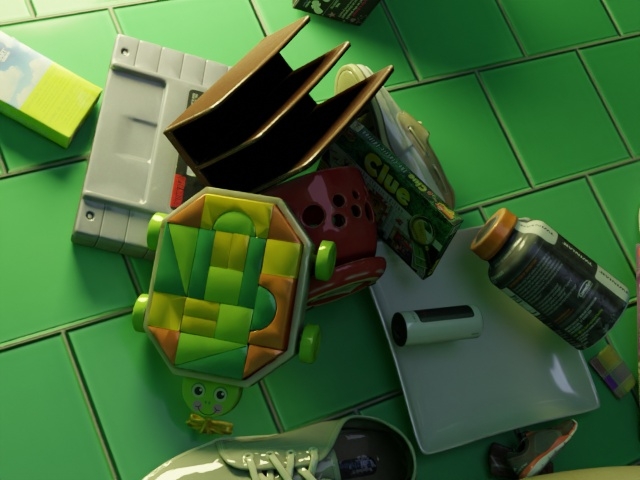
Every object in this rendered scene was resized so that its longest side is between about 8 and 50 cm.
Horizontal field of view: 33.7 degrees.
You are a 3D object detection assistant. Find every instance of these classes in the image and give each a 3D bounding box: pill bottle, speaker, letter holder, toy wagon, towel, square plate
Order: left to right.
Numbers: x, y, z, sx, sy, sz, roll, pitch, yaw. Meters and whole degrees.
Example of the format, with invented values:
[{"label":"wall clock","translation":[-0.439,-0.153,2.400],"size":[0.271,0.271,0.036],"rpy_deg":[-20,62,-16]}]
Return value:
[{"label":"toy wagon","translation":[-0.130,0.104,1.479],"size":[0.267,0.068,0.344],"rpy_deg":[9,86,11]},{"label":"letter holder","translation":[-0.049,-0.214,1.592],"size":[0.152,0.214,0.302],"rpy_deg":[54,45,-17]},{"label":"speaker","translation":[0.178,0.131,1.626],"size":[0.136,0.055,0.055],"rpy_deg":[-4,69,-23]},{"label":"square plate","translation":[0.250,0.146,1.708],"size":[0.347,0.049,0.344],"rpy_deg":[-9,72,-25]},{"label":"pill bottle","translation":[0.360,0.054,1.689],"size":[0.246,0.130,0.130],"rpy_deg":[38,59,-4]},{"label":"towel","translation":[0.498,0.223,1.798],"size":[0.060,0.009,0.083],"rpy_deg":[-35,85,-31]}]

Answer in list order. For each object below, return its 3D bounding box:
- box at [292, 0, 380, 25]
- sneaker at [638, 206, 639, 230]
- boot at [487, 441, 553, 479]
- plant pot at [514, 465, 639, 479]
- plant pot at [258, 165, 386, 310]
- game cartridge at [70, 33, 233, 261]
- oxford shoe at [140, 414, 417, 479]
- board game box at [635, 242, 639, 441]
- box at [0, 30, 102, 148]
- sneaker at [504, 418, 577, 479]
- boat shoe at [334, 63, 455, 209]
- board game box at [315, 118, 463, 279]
[{"label":"box","translation":[0.043,-0.531,1.855],"size":[0.142,0.163,0.247],"rpy_deg":[11,64,-22]},{"label":"sneaker","translation":[0.674,-0.097,1.924],"size":[0.102,0.161,0.282],"rpy_deg":[26,62,-11]},{"label":"boot","translation":[0.306,0.373,1.637],"size":[0.114,0.037,0.106],"rpy_deg":[21,48,-16]},{"label":"plant pot","translation":[0.356,0.433,1.503],"size":[0.274,0.256,0.256],"rpy_deg":[9,64,-8]},{"label":"plant pot","translation":[0.000,0.000,1.589],"size":[0.191,0.191,0.174],"rpy_deg":[-15,77,-27]},{"label":"game cartridge","translation":[-0.236,-0.137,1.631],"size":[0.230,0.068,0.355],"rpy_deg":[12,64,-13]},{"label":"oxford shoe","translation":[-0.058,0.335,1.455],"size":[0.449,0.130,0.169],"rpy_deg":[-9,74,-23]},{"label":"board game box","translation":[0.645,0.183,1.827],"size":[0.208,0.056,0.346],"rpy_deg":[7,74,-14]},{"label":"box","translation":[-0.434,-0.228,1.596],"size":[0.178,0.042,0.109],"rpy_deg":[30,59,-8]},{"label":"sneaker","translation":[0.342,0.311,1.645],"size":[0.065,0.061,0.158],"rpy_deg":[42,44,20]},{"label":"boat shoe","translation":[0.122,-0.159,1.762],"size":[0.103,0.113,0.302],"rpy_deg":[-22,86,-31]},{"label":"board game box","translation":[0.102,-0.071,1.654],"size":[0.030,0.136,0.259],"rpy_deg":[-27,63,-40]}]
